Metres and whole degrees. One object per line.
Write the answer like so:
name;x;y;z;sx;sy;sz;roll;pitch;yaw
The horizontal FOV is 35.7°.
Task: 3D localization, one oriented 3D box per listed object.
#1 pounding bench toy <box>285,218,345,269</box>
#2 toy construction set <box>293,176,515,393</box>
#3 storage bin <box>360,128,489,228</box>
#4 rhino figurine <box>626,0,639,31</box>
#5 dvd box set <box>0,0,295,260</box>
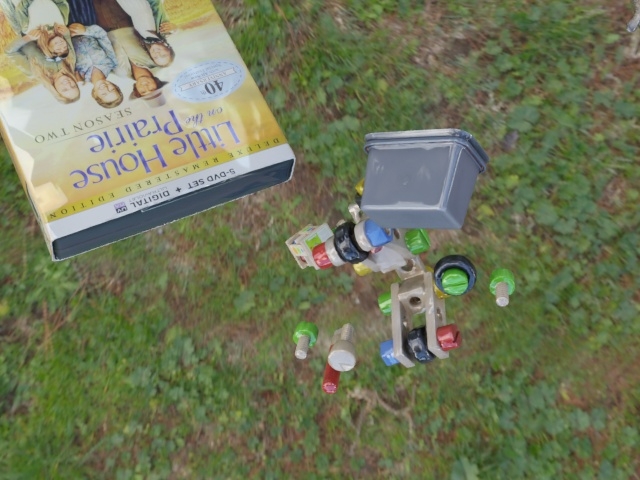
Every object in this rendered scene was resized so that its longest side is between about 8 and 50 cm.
pounding bench toy;0.000;0.000;1.518;0.083;0.065;0.052;-37;105;-21
toy construction set;0.091;0.051;1.464;0.257;0.237;0.309;32;123;-12
storage bin;0.112;-0.061;1.111;0.135;0.098;0.091;2;67;33
rhino figurine;0.381;-0.342;1.185;0.073;0.106;0.243;-8;108;12
dvd box set;-0.256;-0.207;1.220;0.307;0.062;0.420;-20;67;-19
